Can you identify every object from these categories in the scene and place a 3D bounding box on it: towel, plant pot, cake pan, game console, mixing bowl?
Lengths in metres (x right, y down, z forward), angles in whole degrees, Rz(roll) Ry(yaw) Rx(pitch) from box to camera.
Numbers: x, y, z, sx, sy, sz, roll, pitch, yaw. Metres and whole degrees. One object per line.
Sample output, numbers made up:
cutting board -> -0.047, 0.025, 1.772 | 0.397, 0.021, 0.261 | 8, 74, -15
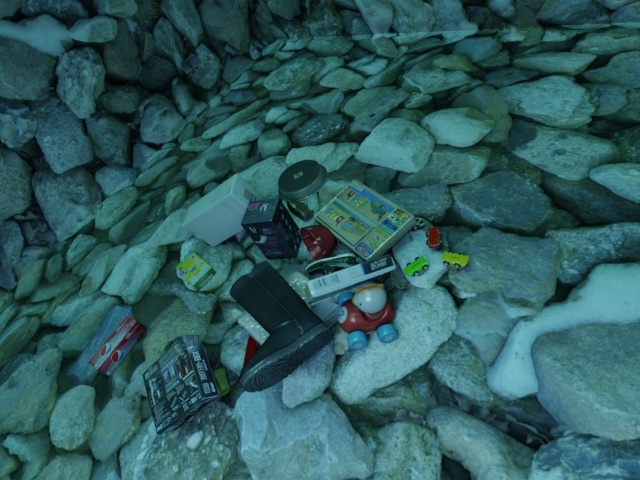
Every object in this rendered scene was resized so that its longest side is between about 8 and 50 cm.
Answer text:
towel -> -0.120, 0.299, 1.694 | 0.332, 0.053, 0.317 | -39, 48, -21
plant pot -> -0.388, 0.555, 1.641 | 0.083, 0.083, 0.079 | -37, 57, -6
cake pan -> -0.107, -0.332, 2.290 | 0.293, 0.054, 0.293 | -15, 46, 16
game console -> -0.239, 0.442, 1.701 | 0.124, 0.085, 0.144 | 8, 50, -5
mixing bowl -> 0.000, 0.000, 1.864 | 0.098, 0.181, 0.181 | -30, 43, -18

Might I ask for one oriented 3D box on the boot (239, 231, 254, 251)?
boot -> -0.374, -0.045, 2.166 | 0.137, 0.077, 0.198 | -40, 43, -2

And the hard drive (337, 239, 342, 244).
hard drive -> 0.148, -0.103, 1.950 | 0.172, 0.054, 0.254 | -13, 47, 18

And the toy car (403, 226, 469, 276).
toy car -> 0.427, 0.075, 1.647 | 0.225, 0.053, 0.239 | -33, 43, -1

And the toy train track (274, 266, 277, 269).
toy train track -> -0.234, 0.153, 1.953 | 0.083, 0.014, 0.048 | -44, 46, -14

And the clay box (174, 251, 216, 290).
clay box -> -0.636, 0.149, 2.142 | 0.127, 0.053, 0.222 | -46, 45, -15

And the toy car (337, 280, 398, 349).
toy car -> 0.157, 0.224, 1.507 | 0.210, 0.238, 0.219 | -12, 46, -1

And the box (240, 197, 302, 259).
box -> -0.216, -0.049, 1.940 | 0.165, 0.270, 0.143 | -5, 50, 24

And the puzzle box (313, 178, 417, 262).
puzzle box -> 0.179, -0.092, 1.840 | 0.272, 0.052, 0.409 | -44, 46, -7

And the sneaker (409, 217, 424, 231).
sneaker -> 0.359, -0.080, 1.814 | 0.170, 0.068, 0.071 | -4, 38, 21

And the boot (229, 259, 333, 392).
boot -> -0.224, 0.297, 1.579 | 0.367, 0.146, 0.445 | -27, 48, -24

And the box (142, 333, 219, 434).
box -> -0.522, 0.528, 1.556 | 0.307, 0.077, 0.242 | -43, 59, 25

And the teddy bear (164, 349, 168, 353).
teddy bear -> -0.540, 0.532, 1.676 | 0.245, 0.113, 0.338 | -53, 46, 30

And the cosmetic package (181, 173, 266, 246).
cosmetic package -> -0.487, -0.142, 2.139 | 0.385, 0.217, 0.156 | -24, 42, 30

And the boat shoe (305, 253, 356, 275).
boat shoe -> 0.041, 0.118, 1.793 | 0.233, 0.084, 0.079 | -14, 65, 22

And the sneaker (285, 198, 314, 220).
sneaker -> -0.103, -0.162, 2.142 | 0.071, 0.066, 0.188 | -28, 47, -22

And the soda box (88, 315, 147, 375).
soda box -> -0.943, 0.489, 1.981 | 0.092, 0.083, 0.263 | 14, 60, 36

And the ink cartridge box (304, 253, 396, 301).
ink cartridge box -> 0.092, 0.146, 1.552 | 0.304, 0.307, 0.072 | -19, 82, -9
